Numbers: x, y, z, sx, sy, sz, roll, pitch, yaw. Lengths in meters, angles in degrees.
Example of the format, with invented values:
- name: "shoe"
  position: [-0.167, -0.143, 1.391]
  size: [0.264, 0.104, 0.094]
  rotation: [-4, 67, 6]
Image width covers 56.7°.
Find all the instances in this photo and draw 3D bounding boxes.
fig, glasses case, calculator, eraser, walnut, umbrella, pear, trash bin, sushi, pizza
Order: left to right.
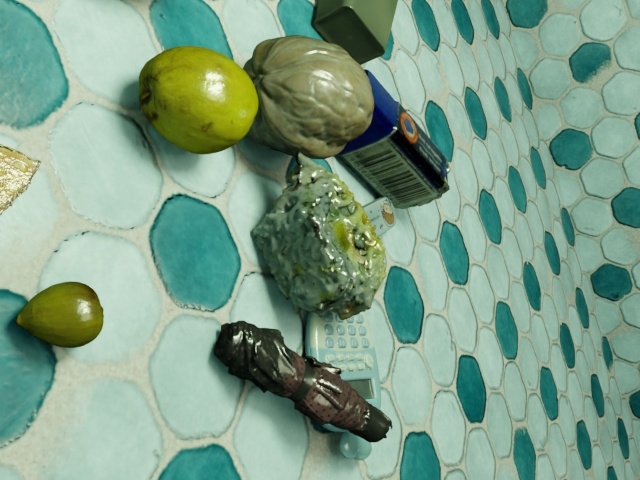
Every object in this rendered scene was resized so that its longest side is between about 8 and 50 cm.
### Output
- name: "pizza"
  position: [-0.364, -0.073, 0.628]
  size: [0.099, 0.029, 0.100]
  rotation: [38, 47, -30]
- name: "fig"
  position: [-0.282, 0.081, 0.645]
  size: [0.088, 0.074, 0.074]
  rotation: [1, 76, -26]
- name: "pear"
  position: [-0.170, -0.193, 0.821]
  size: [0.162, 0.148, 0.149]
  rotation: [9, 71, -43]
- name: "walnut"
  position: [-0.024, -0.232, 0.978]
  size: [0.224, 0.224, 0.224]
  rotation: [22, 61, -48]
- name: "umbrella"
  position: [-0.016, 0.218, 0.898]
  size: [0.326, 0.090, 0.094]
  rotation: [35, 76, -25]
- name: "sushi"
  position: [0.000, 0.000, 0.976]
  size: [0.184, 0.139, 0.274]
  rotation: [-24, 84, -57]
- name: "calculator"
  position: [0.042, 0.230, 1.048]
  size: [0.188, 0.042, 0.303]
  rotation: [14, 67, -52]
- name: "trash bin"
  position: [0.081, -0.527, 1.299]
  size: [0.164, 0.122, 0.241]
  rotation: [39, 52, -39]
- name: "glasses case"
  position: [0.106, -0.042, 1.223]
  size: [0.178, 0.045, 0.067]
  rotation: [-29, 102, -54]
- name: "eraser"
  position: [0.127, -0.192, 1.216]
  size: [0.332, 0.155, 0.102]
  rotation: [39, 47, -38]
